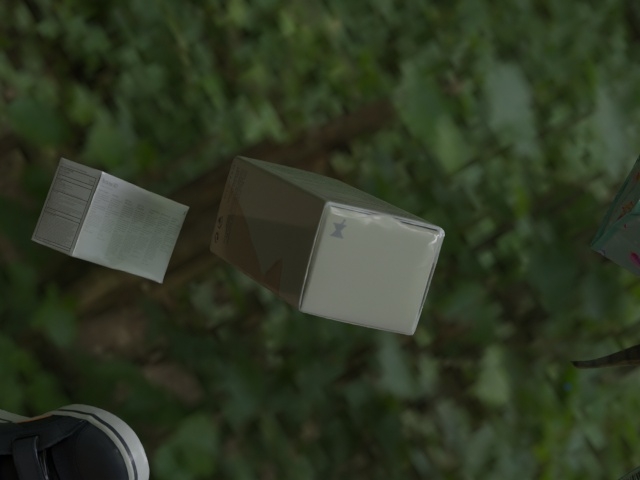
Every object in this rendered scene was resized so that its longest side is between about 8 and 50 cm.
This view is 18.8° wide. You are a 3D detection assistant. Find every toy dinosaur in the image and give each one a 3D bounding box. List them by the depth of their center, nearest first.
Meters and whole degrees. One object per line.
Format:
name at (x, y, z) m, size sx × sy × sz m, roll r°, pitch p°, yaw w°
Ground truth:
toy dinosaur at (0.420, 0.140, 2.172) m, size 0.268 × 0.064 × 0.118 m, roll -23°, pitch -69°, yaw 42°

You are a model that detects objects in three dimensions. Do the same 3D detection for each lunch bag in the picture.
lunch bag at (0.506, -0.049, 2.491) m, size 0.223 × 0.262 × 0.160 m, roll 35°, pitch -35°, yaw -3°

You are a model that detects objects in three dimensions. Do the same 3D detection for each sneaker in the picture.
sneaker at (-0.330, 0.254, 2.115) m, size 0.321 × 0.127 × 0.126 m, roll -3°, pitch -71°, yaw 43°

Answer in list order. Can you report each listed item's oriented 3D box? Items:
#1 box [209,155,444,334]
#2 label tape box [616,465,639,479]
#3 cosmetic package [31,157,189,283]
box at (0.000, 0.000, 2.134) m, size 0.148 × 0.121 × 0.311 m, roll 13°, pitch 6°, yaw -21°
label tape box at (0.434, 0.483, 2.472) m, size 0.347 × 0.249 × 0.115 m, roll 55°, pitch 8°, yaw -8°
cosmetic package at (-0.233, -0.020, 2.172) m, size 0.060 × 0.099 × 0.239 m, roll 21°, pitch -1°, yaw 21°
